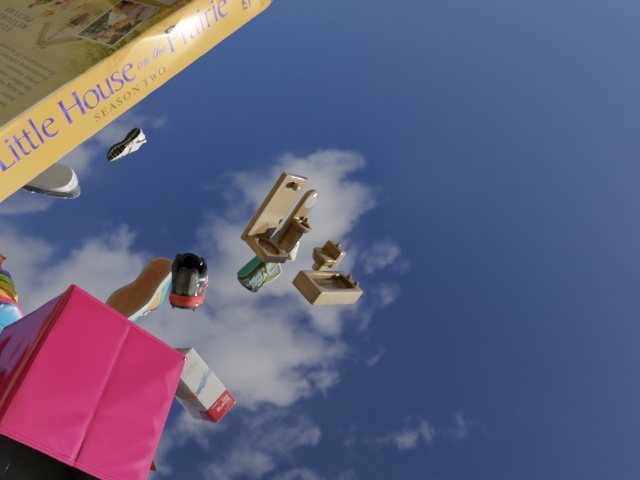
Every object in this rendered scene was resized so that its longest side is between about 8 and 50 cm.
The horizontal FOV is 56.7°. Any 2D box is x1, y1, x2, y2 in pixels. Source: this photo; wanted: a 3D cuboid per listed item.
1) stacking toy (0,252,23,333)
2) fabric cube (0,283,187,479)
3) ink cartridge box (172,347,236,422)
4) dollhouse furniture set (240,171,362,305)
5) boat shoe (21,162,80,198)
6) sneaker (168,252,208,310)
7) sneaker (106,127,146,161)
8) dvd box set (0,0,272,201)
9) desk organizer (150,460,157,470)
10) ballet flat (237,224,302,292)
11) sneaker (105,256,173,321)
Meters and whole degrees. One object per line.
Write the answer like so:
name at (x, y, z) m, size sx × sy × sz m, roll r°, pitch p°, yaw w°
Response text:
stacking toy at (-0.878, 0.132, 1.579) m, size 0.175 × 0.165 × 0.301 m, roll -9°, pitch -135°, yaw -15°
fabric cube at (-0.428, 0.276, 0.992) m, size 0.254 × 0.259 × 0.258 m, roll -27°, pitch -144°, yaw 34°
ink cartridge box at (-0.301, 0.340, 1.403) m, size 0.072 × 0.175 × 0.127 m, roll -44°, pitch -163°, yaw -34°
dollhouse furniture set at (0.000, 0.000, 0.886) m, size 0.151 × 0.123 × 0.144 m, roll 46°, pitch -158°, yaw 29°
boat shoe at (-0.842, -0.190, 1.717) m, size 0.302 × 0.102 × 0.108 m, roll 14°, pitch -117°, yaw 2°
sneaker at (-0.357, 0.087, 1.635) m, size 0.098 × 0.135 × 0.276 m, roll 7°, pitch -165°, yaw -9°
sneaker at (-0.472, -0.226, 1.450) m, size 0.109 × 0.043 × 0.040 m, roll -39°, pitch -116°, yaw -4°
dvd box set at (-0.295, -0.187, 0.561) m, size 0.308 × 0.062 × 0.420 m, roll 28°, pitch -120°, yaw 27°
desk organizer at (-0.340, 0.403, 1.104) m, size 0.047 × 0.050 × 0.130 m, roll -20°, pitch 178°, yaw -24°
ballet flat at (-0.089, 0.032, 1.196) m, size 0.070 × 0.070 × 0.188 m, roll 32°, pitch -113°, yaw 36°
sneaker at (-0.523, 0.177, 1.731) m, size 0.108 × 0.121 × 0.302 m, roll 22°, pitch -144°, yaw 10°
